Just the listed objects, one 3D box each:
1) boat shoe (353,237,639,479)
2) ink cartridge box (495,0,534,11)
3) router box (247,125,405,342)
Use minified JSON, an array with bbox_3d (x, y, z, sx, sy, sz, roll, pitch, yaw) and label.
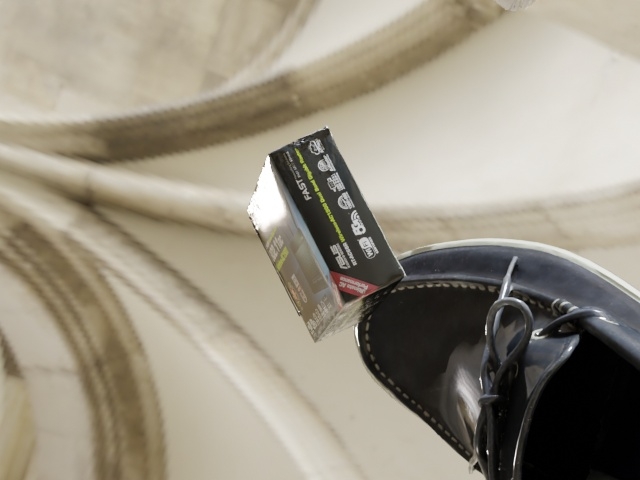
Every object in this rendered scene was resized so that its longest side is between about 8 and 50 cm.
[{"bbox_3d":[0.180,0.122,1.177,0.500,0.156,0.187,27,-67,46],"label":"boat shoe"},{"bbox_3d":[0.065,-0.237,0.764,0.160,0.219,0.092,-45,170,-34],"label":"ink cartridge box"},{"bbox_3d":[0.000,0.000,0.902,0.092,0.038,0.122,63,-14,9],"label":"router box"}]
